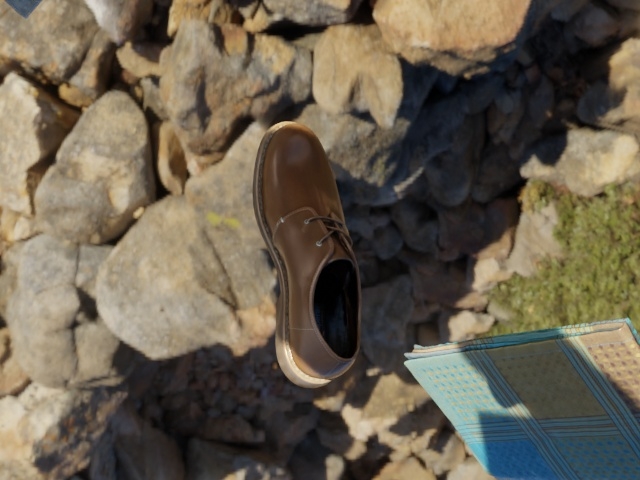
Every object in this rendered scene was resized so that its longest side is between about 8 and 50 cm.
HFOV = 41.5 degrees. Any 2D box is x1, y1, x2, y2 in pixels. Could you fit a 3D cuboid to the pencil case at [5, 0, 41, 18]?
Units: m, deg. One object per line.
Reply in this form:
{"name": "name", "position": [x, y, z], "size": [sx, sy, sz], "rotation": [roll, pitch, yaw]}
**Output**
{"name": "pencil case", "position": [-0.209, -0.285, 0.540], "size": [0.183, 0.160, 0.410], "rotation": [31, 162, -24]}

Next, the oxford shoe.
{"name": "oxford shoe", "position": [0.000, 0.000, 0.644], "size": [0.076, 0.212, 0.076], "rotation": [-2, 163, -28]}

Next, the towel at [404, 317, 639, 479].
{"name": "towel", "position": [0.317, 0.231, 1.156], "size": [0.370, 0.040, 0.271], "rotation": [-18, 113, 49]}
